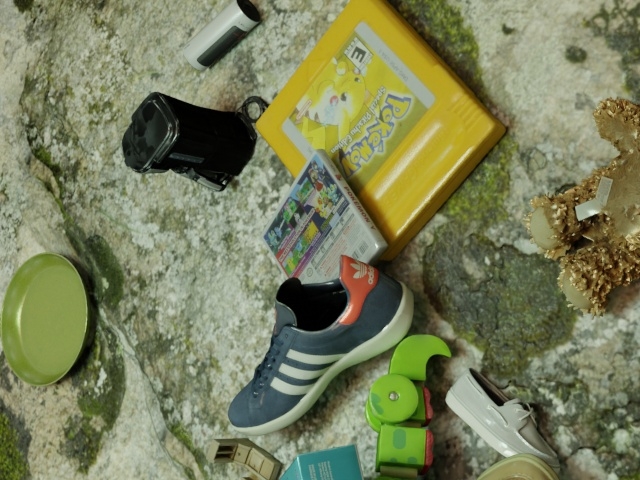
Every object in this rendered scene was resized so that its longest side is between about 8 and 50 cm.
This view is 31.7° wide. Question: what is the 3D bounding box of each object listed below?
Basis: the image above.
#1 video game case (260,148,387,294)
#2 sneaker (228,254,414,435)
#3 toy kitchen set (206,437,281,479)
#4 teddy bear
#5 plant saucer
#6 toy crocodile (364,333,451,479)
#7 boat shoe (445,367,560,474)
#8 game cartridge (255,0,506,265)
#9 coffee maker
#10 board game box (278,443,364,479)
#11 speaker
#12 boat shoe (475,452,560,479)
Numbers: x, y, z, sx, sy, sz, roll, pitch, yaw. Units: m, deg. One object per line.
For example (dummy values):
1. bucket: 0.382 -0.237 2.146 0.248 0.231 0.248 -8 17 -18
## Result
1. video game case: 0.000 0.000 1.636 0.183 0.023 0.201 58 136 24
2. sneaker: -0.037 0.140 1.584 0.350 0.148 0.131 -41 27 24
3. toy kitchen set: -0.120 0.346 1.689 0.083 0.075 0.068 27 101 41
4. teddy bear: 0.392 -0.051 1.346 0.245 0.113 0.338 53 122 38
5. plant saucer: -0.489 0.142 2.030 0.241 0.037 0.241 -7 79 36
6. toy crocodile: 0.106 0.287 1.484 0.105 0.115 0.341 6 70 1
7. boat shoe: 0.241 0.229 1.441 0.184 0.066 0.063 41 109 44
8. game cartridge: 0.074 -0.163 1.629 0.285 0.052 0.324 -50 56 21
9. coffee maker: -0.200 -0.171 1.762 0.120 0.178 0.171 31 102 36
10. board game box: 0.011 0.419 1.449 0.336 0.079 0.254 113 146 -69
11. speaker: -0.162 -0.338 1.835 0.136 0.055 0.055 -36 63 28
12. boat shoe: 0.193 0.376 1.404 0.104 0.089 0.285 43 122 13
